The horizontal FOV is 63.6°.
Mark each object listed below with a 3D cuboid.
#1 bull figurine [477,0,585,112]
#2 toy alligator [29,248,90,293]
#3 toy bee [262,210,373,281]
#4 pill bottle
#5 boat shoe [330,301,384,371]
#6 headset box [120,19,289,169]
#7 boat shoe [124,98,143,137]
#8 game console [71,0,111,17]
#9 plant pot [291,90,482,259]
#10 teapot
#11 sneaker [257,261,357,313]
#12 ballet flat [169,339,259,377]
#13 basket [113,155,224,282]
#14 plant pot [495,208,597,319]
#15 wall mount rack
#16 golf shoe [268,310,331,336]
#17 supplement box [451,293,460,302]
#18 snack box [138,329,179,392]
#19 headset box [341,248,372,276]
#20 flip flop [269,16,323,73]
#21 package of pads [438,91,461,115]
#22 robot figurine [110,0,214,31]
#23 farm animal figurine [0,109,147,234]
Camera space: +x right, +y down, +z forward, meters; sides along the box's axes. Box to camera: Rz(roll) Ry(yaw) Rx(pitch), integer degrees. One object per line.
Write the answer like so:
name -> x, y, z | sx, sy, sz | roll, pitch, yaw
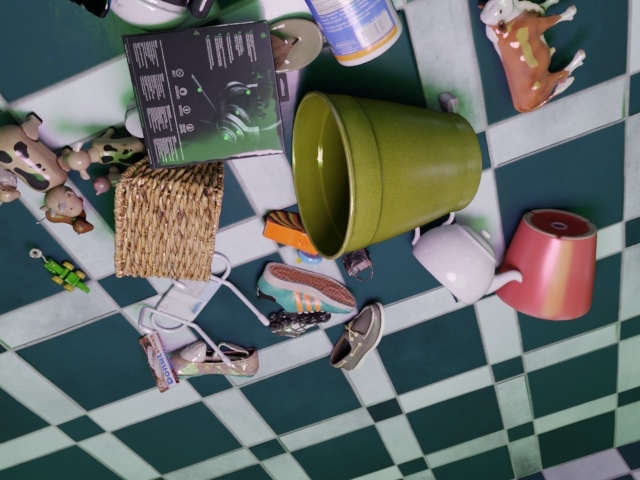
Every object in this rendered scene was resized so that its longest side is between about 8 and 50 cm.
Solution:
bull figurine -> 0.470, -0.440, 1.151 | 0.189, 0.101, 0.310 | -26, 127, 8
toy alligator -> -0.696, 0.081, 1.371 | 0.051, 0.056, 0.189 | 1, 142, 43
toy bee -> 0.000, 0.000, 1.394 | 0.298, 0.162, 0.195 | 42, 121, -7
pill bottle -> 0.039, -0.494, 0.997 | 0.152, 0.152, 0.272 | -29, 126, 12
boat shoe -> 0.117, 0.315, 1.664 | 0.091, 0.109, 0.304 | 6, 130, -21
headset box -> -0.203, -0.283, 1.004 | 0.284, 0.131, 0.246 | -8, 109, -2
boat shoe -> -0.293, -0.301, 1.126 | 0.268, 0.088, 0.096 | -18, 145, 0
game console -> -0.414, -0.540, 0.814 | 0.251, 0.173, 0.292 | 17, 109, -14
plant pot -> 0.156, -0.165, 1.181 | 0.353, 0.366, 0.366 | -10, 129, -19
teapot -> 0.390, 0.037, 1.435 | 0.187, 0.252, 0.256 | -47, 134, 9
sneaker -> -0.044, 0.164, 1.526 | 0.303, 0.108, 0.121 | 22, 122, -15
ballet flat -> -0.349, 0.370, 1.640 | 0.316, 0.107, 0.106 | 6, 106, -21
basket -> -0.353, -0.073, 1.208 | 0.223, 0.213, 0.299 | 5, 131, -14
plant pot -> 0.660, 0.056, 1.485 | 0.275, 0.275, 0.243 | -3, 119, -8
wall mount rack -> -0.335, 0.211, 1.485 | 0.304, 0.130, 0.350 | 27, 119, -28
golf shoe -> -0.061, 0.254, 1.615 | 0.198, 0.077, 0.093 | -8, 139, 4
supplement box -> 0.445, 0.138, 1.621 | 0.083, 0.056, 0.083 | -25, 128, 8
snack box -> -0.489, 0.366, 1.563 | 0.064, 0.178, 0.022 | -33, 165, 14
headset box -> 0.109, 0.058, 1.493 | 0.083, 0.062, 0.032 | -33, 127, 16
flip flop -> -0.128, -0.394, 1.087 | 0.277, 0.080, 0.112 | -9, 128, -3
package of pads -> 0.317, -0.314, 1.251 | 0.032, 0.050, 0.083 | -26, 128, 3
robot figurine -> -0.281, -0.512, 0.913 | 0.174, 0.209, 0.278 | 9, 127, -37
farm animal figurine -> -0.571, -0.150, 1.134 | 0.327, 0.172, 0.330 | 33, 115, -30
